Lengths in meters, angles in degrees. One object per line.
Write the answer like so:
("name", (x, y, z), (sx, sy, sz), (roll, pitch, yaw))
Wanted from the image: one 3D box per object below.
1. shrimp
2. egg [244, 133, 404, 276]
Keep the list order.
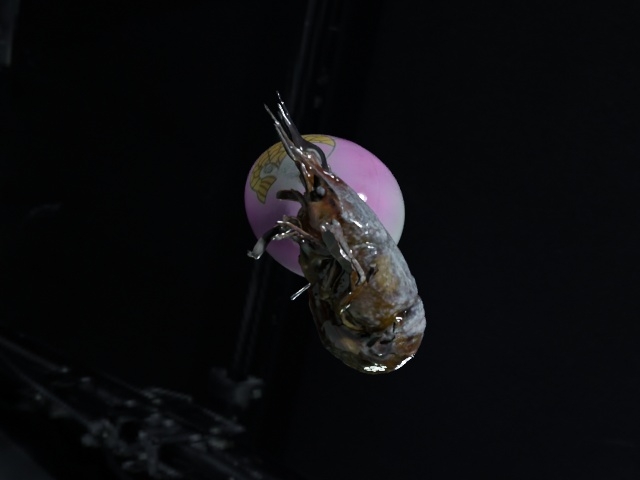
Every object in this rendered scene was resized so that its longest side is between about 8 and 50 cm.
("shrimp", (0.007, -0.003, 1.245), (0.145, 0.116, 0.343), (-17, -78, 41))
("egg", (-0.003, -0.045, 1.491), (0.271, 0.196, 0.196), (8, -83, 58))
